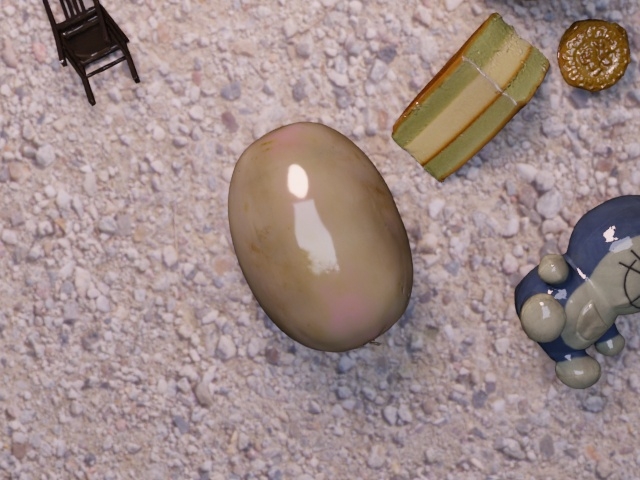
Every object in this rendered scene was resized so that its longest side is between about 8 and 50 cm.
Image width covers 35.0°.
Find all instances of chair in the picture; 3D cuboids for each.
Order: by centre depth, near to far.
[{"bbox_3d":[-0.327,-0.303,1.402,0.084,0.101,0.212,-26,57,2],"label":"chair"}]

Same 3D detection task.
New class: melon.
[{"bbox_3d":[0.000,0.000,1.339,0.223,0.223,0.316,-25,96,3],"label":"melon"}]

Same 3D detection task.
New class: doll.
[{"bbox_3d":[0.387,0.056,1.377,0.258,0.154,0.228,-36,126,11],"label":"doll"}]

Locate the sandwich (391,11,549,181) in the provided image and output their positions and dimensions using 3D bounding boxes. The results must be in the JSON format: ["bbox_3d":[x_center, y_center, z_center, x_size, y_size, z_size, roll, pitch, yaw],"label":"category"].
[{"bbox_3d":[0.208,-0.198,1.425,0.117,0.144,0.187,43,130,-2],"label":"sandwich"}]

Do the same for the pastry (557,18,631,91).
[{"bbox_3d":[0.375,-0.257,1.397,0.097,0.057,0.109,44,96,-8],"label":"pastry"}]
